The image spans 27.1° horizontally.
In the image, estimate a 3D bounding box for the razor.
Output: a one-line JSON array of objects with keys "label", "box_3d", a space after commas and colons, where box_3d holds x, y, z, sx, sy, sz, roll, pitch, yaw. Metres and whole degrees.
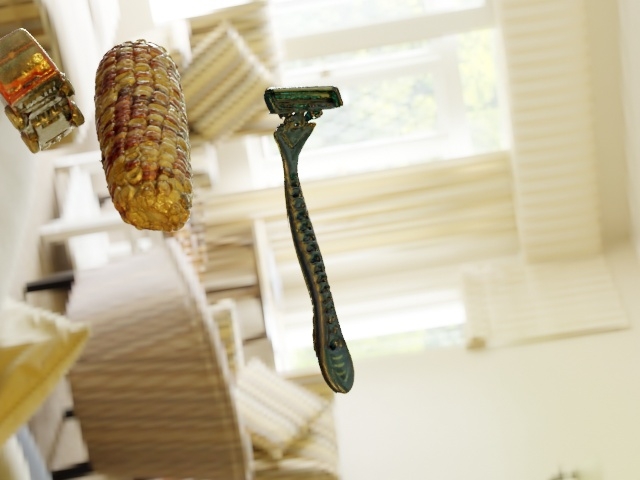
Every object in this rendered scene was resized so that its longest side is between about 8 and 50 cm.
[{"label": "razor", "box_3d": [-0.008, 0.000, 1.395, 0.056, 0.093, 0.324, -7, -88, 51]}]

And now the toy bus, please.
[{"label": "toy bus", "box_3d": [-0.274, -0.136, 1.258, 0.077, 0.065, 0.192, 52, -10, 6]}]

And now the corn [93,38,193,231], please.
[{"label": "corn", "box_3d": [-0.179, -0.106, 1.360, 0.290, 0.098, 0.098, -107, -176, -48]}]
